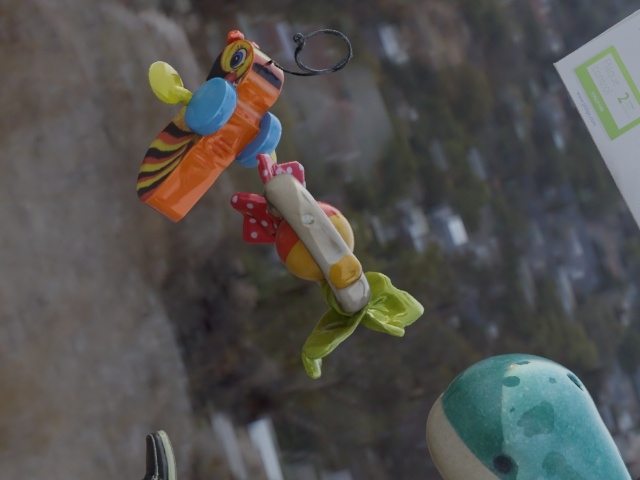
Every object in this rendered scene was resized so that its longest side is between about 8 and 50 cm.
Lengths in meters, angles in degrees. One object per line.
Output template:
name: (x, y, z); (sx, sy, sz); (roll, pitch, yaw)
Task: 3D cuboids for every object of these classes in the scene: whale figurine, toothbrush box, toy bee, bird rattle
whale figurine: (0.230, 0.210, 1.642); (0.272, 0.141, 0.216); (38, 15, 3)
toothbrush box: (0.313, -0.033, 1.341); (0.283, 0.122, 0.206); (34, 29, -56)
toy bee: (-0.095, -0.160, 2.088); (0.162, 0.298, 0.195); (-109, 172, -51)
bird rattle: (0.000, 0.000, 1.872); (0.207, 0.143, 0.253); (81, -16, -71)

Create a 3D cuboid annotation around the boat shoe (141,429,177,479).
boat shoe: (-0.181, 0.280, 1.935); (0.056, 0.049, 0.152); (128, -41, -64)

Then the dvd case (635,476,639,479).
dvd case: (0.467, 0.309, 2.065); (0.179, 0.238, 0.029); (44, 30, 0)
